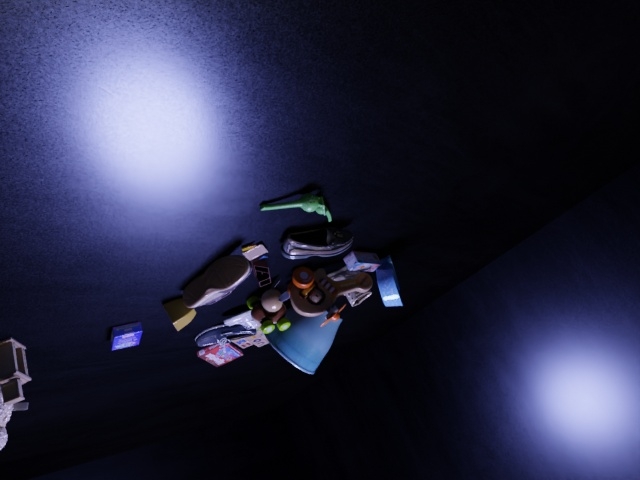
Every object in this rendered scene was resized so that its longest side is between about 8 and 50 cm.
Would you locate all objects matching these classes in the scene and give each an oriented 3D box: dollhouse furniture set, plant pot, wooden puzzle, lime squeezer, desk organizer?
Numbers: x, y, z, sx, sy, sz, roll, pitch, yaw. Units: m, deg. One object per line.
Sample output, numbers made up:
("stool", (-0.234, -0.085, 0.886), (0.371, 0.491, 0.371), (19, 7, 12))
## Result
("dollhouse furniture set", (-0.921, 0.398, 1.282), (0.160, 0.182, 0.101), (-20, 154, -16))
("plant pot", (-0.472, 0.242, 1.546), (0.083, 0.081, 0.082), (-29, 157, -20))
("wooden puzzle", (-0.212, 0.036, 1.478), (0.078, 0.014, 0.116), (-20, 154, -5))
("lime squeezer", (-0.027, -0.092, 1.360), (0.110, 0.059, 0.310), (-42, 152, 29))
("plant pot", (-0.051, 0.368, 1.907), (0.255, 0.271, 0.271), (-51, 153, 0))
("desk organizer", (-0.203, 0.108, 1.577), (0.047, 0.050, 0.130), (-21, 154, -12))

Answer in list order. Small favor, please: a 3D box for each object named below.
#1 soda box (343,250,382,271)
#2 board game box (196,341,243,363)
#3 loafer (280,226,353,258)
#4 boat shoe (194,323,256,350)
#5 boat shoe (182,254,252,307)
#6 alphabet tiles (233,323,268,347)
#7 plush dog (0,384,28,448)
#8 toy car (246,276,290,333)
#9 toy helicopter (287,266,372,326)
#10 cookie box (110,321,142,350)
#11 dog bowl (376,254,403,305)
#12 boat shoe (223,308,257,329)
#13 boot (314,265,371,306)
("soda box", (0.177, 0.088, 1.890), (0.058, 0.063, 0.183), (-42, 151, 29))
("board game box", (-0.471, 0.537, 2.165), (0.145, 0.027, 0.281), (-24, 155, -4))
("loafer", (0.000, 0.000, 1.525), (0.267, 0.096, 0.084), (-11, 145, -26))
("boat shoe", (-0.392, 0.398, 1.895), (0.254, 0.079, 0.095), (-14, 150, -12))
("boat shoe", (-0.320, 0.132, 1.461), (0.285, 0.103, 0.092), (-34, 159, 23))
("alphabet tiles", (-0.270, 0.411, 2.079), (0.285, 0.011, 0.343), (-23, 149, 4))
("plush dog", (-1.021, 0.483, 1.352), (0.211, 0.262, 0.225), (-53, 177, -26))
("toy car", (-0.174, 0.234, 1.750), (0.148, 0.155, 0.188), (-1, 132, -43))
("toy helicopter", (0.055, 0.209, 1.789), (0.354, 0.235, 0.140), (-12, 151, -24))
("cookie box", (-0.666, 0.328, 1.560), (0.091, 0.040, 0.107), (-8, 149, -35))
("dog bowl", (0.292, 0.177, 1.968), (0.074, 0.166, 0.297), (-17, -160, 11))
("boat shoe", (-0.277, 0.319, 1.849), (0.227, 0.081, 0.079), (-13, 178, -29))
("boot", (0.092, 0.209, 1.916), (0.213, 0.165, 0.077), (-28, 154, 0))
